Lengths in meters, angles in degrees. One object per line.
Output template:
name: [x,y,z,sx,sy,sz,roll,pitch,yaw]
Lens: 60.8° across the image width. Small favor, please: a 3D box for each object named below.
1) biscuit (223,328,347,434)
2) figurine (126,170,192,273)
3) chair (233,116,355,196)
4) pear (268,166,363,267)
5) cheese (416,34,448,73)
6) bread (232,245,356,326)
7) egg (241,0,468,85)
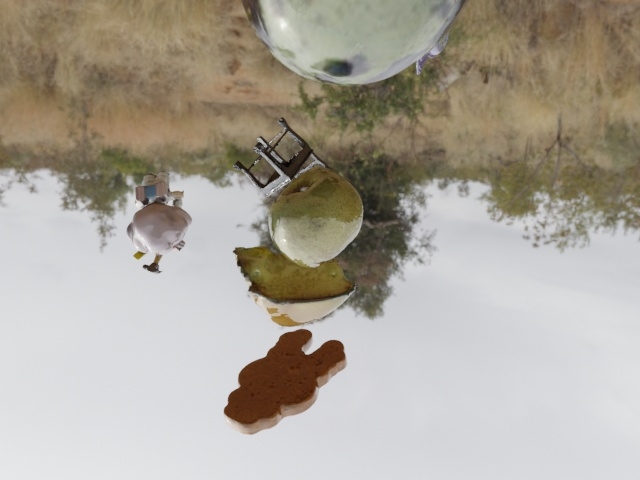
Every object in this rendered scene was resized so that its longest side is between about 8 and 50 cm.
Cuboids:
biscuit: [-0.083,0.318,1.242,0.202,0.047,0.334,11,-149,32]
figurine: [-0.341,-0.049,1.153,0.138,0.228,0.112,-7,152,-8]
chair: [-0.047,-0.130,1.133,0.229,0.113,0.106,43,146,-16]
pear: [-0.006,-0.040,0.927,0.167,0.136,0.167,-35,-162,13]
cheese: [0.307,-0.543,1.499,0.042,0.105,0.191,22,-122,28]
bread: [-0.071,0.102,1.128,0.252,0.133,0.174,0,-137,-38]
egg: [0.068,-0.433,0.776,0.345,0.427,0.345,31,-175,-3]
